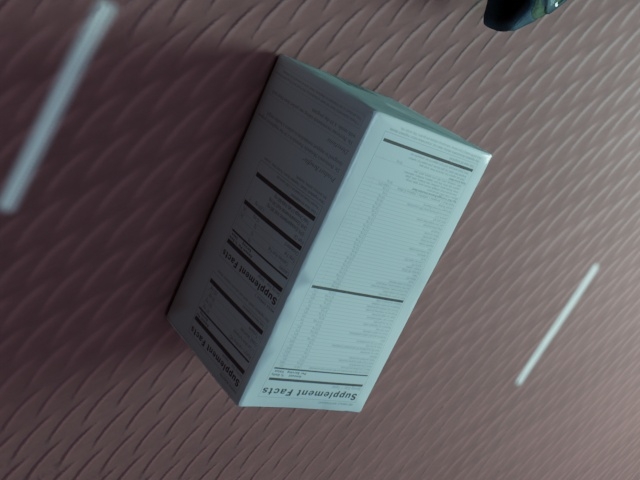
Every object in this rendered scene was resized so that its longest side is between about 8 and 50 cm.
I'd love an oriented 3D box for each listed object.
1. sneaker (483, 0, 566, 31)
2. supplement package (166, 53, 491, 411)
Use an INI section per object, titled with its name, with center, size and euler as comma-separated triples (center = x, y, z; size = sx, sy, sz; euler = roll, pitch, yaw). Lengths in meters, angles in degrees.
[sneaker]
center = 0.134, -0.273, 0.650
size = 0.121, 0.111, 0.300
euler = -44, 132, 1
[supplement package]
center = 0.000, 0.000, 0.701
size = 0.139, 0.134, 0.244
euler = 14, 108, -41
